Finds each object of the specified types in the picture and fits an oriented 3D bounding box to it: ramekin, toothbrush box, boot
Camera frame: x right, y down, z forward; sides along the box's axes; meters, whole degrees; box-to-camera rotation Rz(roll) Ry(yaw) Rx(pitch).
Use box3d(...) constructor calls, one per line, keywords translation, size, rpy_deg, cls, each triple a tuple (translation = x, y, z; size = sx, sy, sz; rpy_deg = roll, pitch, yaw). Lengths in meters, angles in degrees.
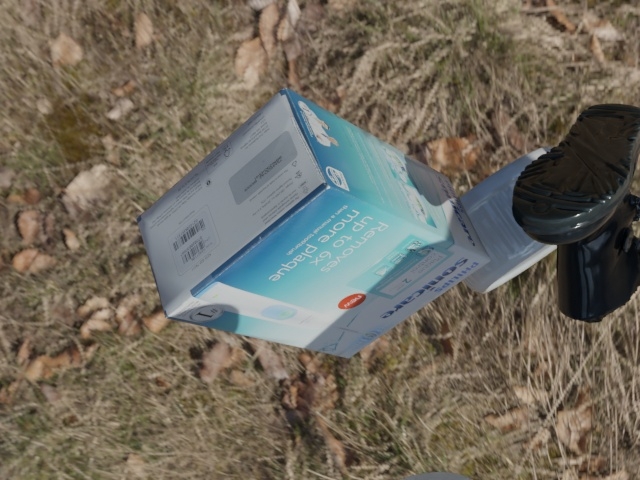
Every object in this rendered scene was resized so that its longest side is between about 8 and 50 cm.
box3d(translation=(0.249, -0.020, 1.212), size=(0.207, 0.207, 0.109), rpy_deg=(-34, 78, 1), cls="ramekin")
box3d(translation=(0.000, 0.000, 0.948), size=(0.216, 0.295, 0.126), rpy_deg=(-37, 58, 24), cls="toothbrush box")
box3d(translation=(0.267, 0.002, 0.924), size=(0.094, 0.207, 0.246), rpy_deg=(10, 34, 29), cls="boot")

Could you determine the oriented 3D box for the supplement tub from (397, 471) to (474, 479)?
box3d(translation=(0.154, 0.445, 1.037), size=(0.228, 0.228, 0.316), rpy_deg=(-22, 110, 8), cls="supplement tub")
